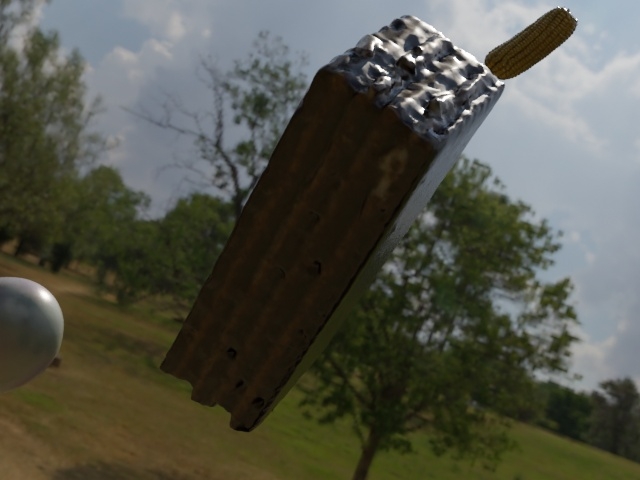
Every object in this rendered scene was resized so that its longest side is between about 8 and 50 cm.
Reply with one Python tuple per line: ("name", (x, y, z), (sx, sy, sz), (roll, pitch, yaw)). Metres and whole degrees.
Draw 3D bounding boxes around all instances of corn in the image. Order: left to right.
("corn", (0.198, -0.184, 0.911), (0.037, 0.092, 0.037), (48, 17, -19))

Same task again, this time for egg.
("egg", (-0.294, 0.087, 0.890), (0.135, 0.103, 0.103), (-26, -37, 30))

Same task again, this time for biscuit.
("biscuit", (0.000, 0.000, 0.537), (0.070, 0.106, 0.252), (38, -51, 8))
